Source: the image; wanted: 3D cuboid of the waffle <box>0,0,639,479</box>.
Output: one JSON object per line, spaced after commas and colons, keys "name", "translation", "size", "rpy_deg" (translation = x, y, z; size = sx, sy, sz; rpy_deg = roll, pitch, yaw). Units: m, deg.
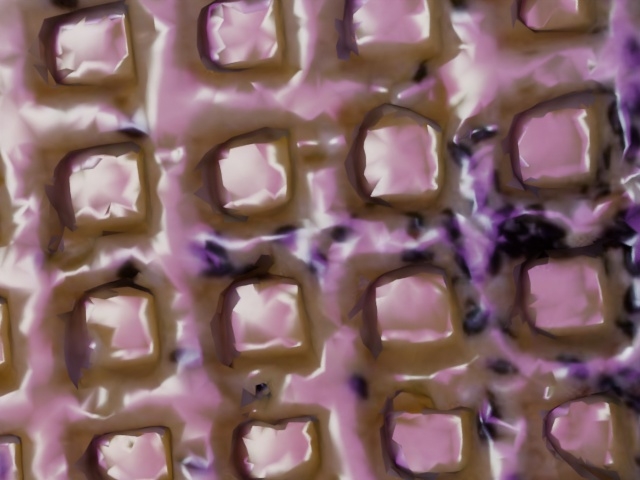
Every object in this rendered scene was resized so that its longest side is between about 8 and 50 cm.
{"name": "waffle", "translation": [0.000, 0.000, 0.507], "size": [0.376, 0.114, 0.260], "rpy_deg": [-2, 92, 0]}
